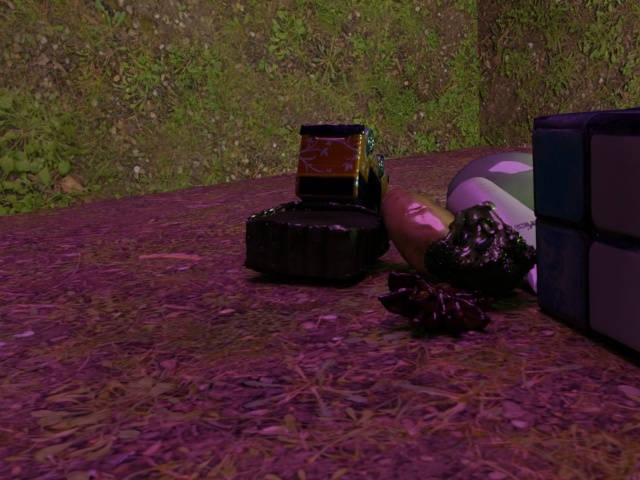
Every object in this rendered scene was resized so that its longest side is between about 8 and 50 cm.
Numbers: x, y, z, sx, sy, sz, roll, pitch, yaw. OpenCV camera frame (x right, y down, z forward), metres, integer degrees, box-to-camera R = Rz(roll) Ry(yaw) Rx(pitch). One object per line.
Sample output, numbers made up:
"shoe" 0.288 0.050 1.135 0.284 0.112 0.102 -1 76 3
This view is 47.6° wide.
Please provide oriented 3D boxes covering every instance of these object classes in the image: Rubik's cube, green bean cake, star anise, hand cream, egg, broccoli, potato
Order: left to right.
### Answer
"green bean cake" 0.000 0.000 1.473 0.254 0.132 0.241 6 11 21
"star anise" 0.153 0.094 1.088 0.233 0.073 0.177 8 9 -43
"potato" 0.199 -0.011 1.399 0.234 0.128 0.161 42 14 19
"broccoli" 0.265 0.024 1.216 0.195 0.156 0.195 -21 -6 -2
"egg" 0.425 -0.098 1.626 0.282 0.203 0.203 -3 11 16
"hand cream" 0.378 -0.006 1.386 0.185 0.118 0.359 -8 30 -24
"Rubik's cube" 0.505 -0.030 1.015 0.316 0.314 0.318 -6 11 -11

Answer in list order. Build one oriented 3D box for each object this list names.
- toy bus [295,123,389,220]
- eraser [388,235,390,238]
"toy bus" 0.059 -0.136 1.716 0.161 0.194 0.323 2 -16 17
"eraser" 0.186 -0.017 1.764 0.083 0.019 0.038 -8 11 -20
